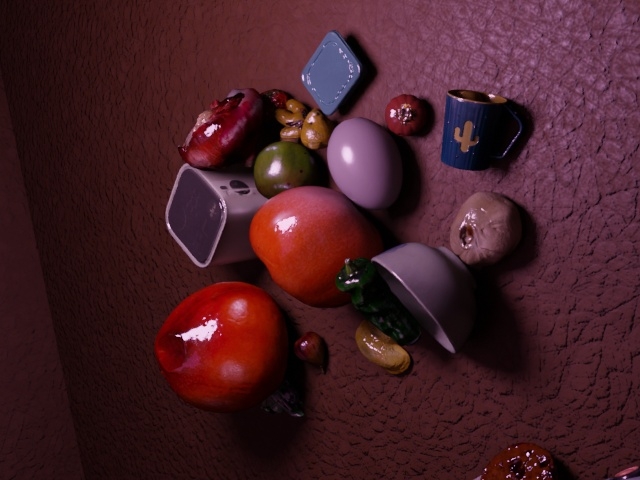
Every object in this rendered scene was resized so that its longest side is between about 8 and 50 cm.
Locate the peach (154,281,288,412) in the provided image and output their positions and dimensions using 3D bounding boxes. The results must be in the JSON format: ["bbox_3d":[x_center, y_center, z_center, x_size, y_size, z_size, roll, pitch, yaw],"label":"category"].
[{"bbox_3d":[-0.283,0.304,2.183,0.388,0.388,0.389,9,102,45],"label":"peach"}]

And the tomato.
[{"bbox_3d":[0.000,0.000,1.924,0.273,0.341,0.341,-46,62,18],"label":"tomato"}]

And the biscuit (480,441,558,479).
[{"bbox_3d":[0.427,0.523,1.664,0.049,0.192,0.192,44,139,-20],"label":"biscuit"}]

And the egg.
[{"bbox_3d":[0.113,-0.184,1.865,0.176,0.176,0.232,-38,76,42],"label":"egg"}]

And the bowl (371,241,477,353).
[{"bbox_3d":[0.261,0.104,1.742,0.146,0.289,0.289,-41,58,-6],"label":"bowl"}]

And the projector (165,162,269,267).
[{"bbox_3d":[-0.268,-0.084,2.217,0.248,0.249,0.248,46,127,31],"label":"projector"}]

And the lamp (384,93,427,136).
[{"bbox_3d":[0.203,-0.298,1.818,0.101,0.090,0.101,1,100,6],"label":"lamp"}]

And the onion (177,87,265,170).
[{"bbox_3d":[-0.243,-0.281,2.068,0.272,0.272,0.195,-20,117,45],"label":"onion"}]

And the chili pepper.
[{"bbox_3d":[0.123,0.131,1.773,0.099,0.270,0.136,-41,35,1],"label":"chili pepper"}]

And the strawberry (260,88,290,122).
[{"bbox_3d":[-0.128,-0.375,2.143,0.106,0.106,0.106,9,102,45],"label":"strawberry"}]

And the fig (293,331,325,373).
[{"bbox_3d":[-0.016,0.321,2.154,0.125,0.089,0.089,51,133,-4],"label":"fig"}]

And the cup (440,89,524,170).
[{"bbox_3d":[0.348,-0.236,1.668,0.176,0.131,0.155,16,114,17],"label":"cup"}]

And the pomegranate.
[{"bbox_3d":[-0.090,-0.211,2.085,0.187,0.187,0.225,-22,56,45],"label":"pomegranate"}]

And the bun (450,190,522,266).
[{"bbox_3d":[0.352,-0.020,1.689,0.166,0.113,0.173,28,114,40],"label":"bun"}]

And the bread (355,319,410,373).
[{"bbox_3d":[0.160,0.255,1.968,0.188,0.065,0.149,51,123,30],"label":"bread"}]

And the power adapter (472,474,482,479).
[{"bbox_3d":[0.375,0.668,1.764,0.130,0.125,0.205,31,117,37],"label":"power adapter"}]

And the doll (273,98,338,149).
[{"bbox_3d":[-0.041,-0.318,2.029,0.209,0.137,0.097,37,147,30],"label":"doll"}]

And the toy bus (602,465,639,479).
[{"bbox_3d":[0.558,0.587,1.495,0.287,0.232,0.194,-36,73,41],"label":"toy bus"}]

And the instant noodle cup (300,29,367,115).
[{"bbox_3d":[0.043,-0.430,1.975,0.179,0.070,0.157,-49,63,38],"label":"instant noodle cup"}]

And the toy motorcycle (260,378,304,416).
[{"bbox_3d":[-0.129,0.476,2.292,0.190,0.074,0.106,-3,103,45],"label":"toy motorcycle"}]
